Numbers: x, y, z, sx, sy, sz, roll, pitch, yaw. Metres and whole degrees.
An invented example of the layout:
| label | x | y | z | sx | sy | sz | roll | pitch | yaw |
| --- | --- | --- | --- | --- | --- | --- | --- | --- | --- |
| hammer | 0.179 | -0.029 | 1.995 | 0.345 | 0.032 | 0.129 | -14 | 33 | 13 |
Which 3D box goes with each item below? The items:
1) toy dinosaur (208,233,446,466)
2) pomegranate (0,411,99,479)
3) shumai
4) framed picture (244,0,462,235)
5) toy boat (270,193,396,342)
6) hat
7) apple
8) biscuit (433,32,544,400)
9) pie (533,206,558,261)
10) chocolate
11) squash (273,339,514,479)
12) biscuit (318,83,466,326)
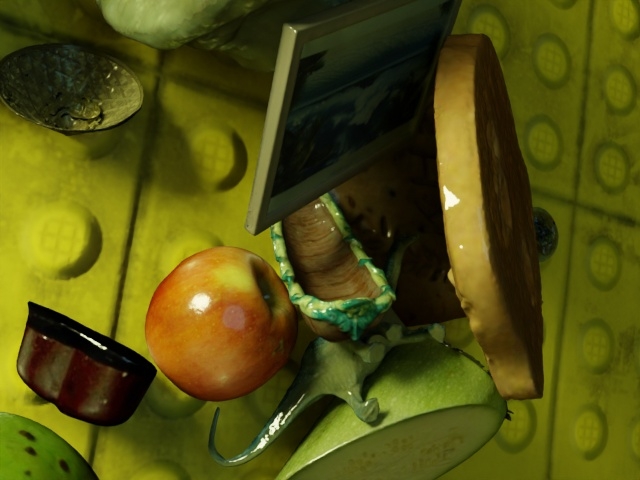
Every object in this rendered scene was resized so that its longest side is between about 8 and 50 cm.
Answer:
| label | x | y | z | sx | sy | sz | roll | pitch | yaw |
| --- | --- | --- | --- | --- | --- | --- | --- | --- | --- |
| toy dinosaur | 0.034 | 0.123 | 0.930 | 0.363 | 0.147 | 0.076 | -48 | 121 | -20 |
| pomegranate | -0.333 | 0.258 | 0.694 | 0.340 | 0.260 | 0.261 | 21 | 74 | 2 |
| shumai | -0.034 | -0.316 | 0.865 | 0.323 | 0.324 | 0.398 | 31 | 34 | -45 |
| framed picture | 0.043 | -0.154 | 0.887 | 0.315 | 0.024 | 0.232 | -35 | 150 | -44 |
| toy boat | -0.001 | 0.007 | 0.934 | 0.108 | 0.293 | 0.099 | -8 | 129 | -13 |
| hat | -0.257 | -0.134 | 0.862 | 0.145 | 0.067 | 0.146 | 11 | 43 | -10 |
| apple | -0.104 | 0.088 | 0.883 | 0.139 | 0.163 | 0.163 | -34 | 109 | 16 |
| biscuit | 0.190 | -0.037 | 0.958 | 0.385 | 0.062 | 0.365 | -79 | 150 | -43 |
| pie | 0.315 | -0.010 | 1.219 | 0.084 | 0.021 | 0.084 | 2 | 86 | -32 |
| chocolate | -0.237 | 0.130 | 0.835 | 0.148 | 0.125 | 0.080 | 25 | 81 | 10 |
| squash | 0.078 | 0.251 | 0.962 | 0.189 | 0.189 | 0.260 | 50 | 60 | -19 |
| biscuit | 0.139 | -0.060 | 1.103 | 0.358 | 0.046 | 0.360 | 2 | 86 | -30 |
